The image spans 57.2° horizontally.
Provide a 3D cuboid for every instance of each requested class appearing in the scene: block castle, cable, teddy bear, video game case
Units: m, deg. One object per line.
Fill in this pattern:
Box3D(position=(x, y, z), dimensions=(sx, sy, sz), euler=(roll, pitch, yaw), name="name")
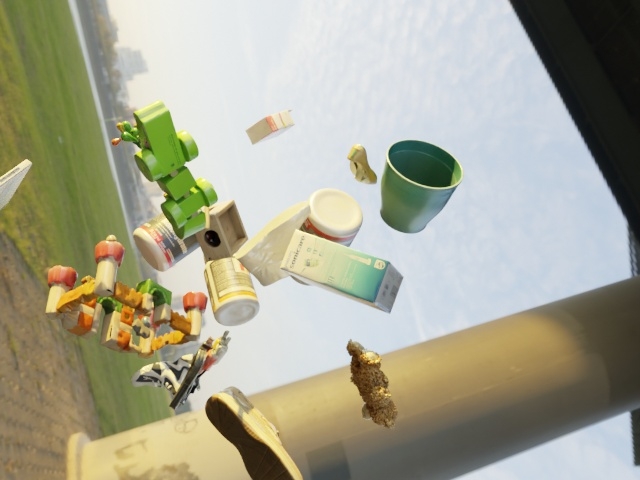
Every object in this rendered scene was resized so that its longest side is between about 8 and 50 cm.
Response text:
Box3D(position=(-0.611, 0.187, 1.885), dimensions=(0.453, 0.302, 0.213), euler=(40, 35, -46), name="block castle")
Box3D(position=(-0.335, 0.376, 1.605), dimensions=(0.287, 0.072, 0.139), euler=(-61, -178, 16), name="cable")
Box3D(position=(0.165, 0.500, 2.033), dimensions=(0.245, 0.113, 0.338), euler=(36, -35, 48), name="teddy bear")
Box3D(position=(-1.019, -0.135, 1.847), dimensions=(0.227, 0.026, 0.206), euler=(-42, -164, 30), name="video game case")

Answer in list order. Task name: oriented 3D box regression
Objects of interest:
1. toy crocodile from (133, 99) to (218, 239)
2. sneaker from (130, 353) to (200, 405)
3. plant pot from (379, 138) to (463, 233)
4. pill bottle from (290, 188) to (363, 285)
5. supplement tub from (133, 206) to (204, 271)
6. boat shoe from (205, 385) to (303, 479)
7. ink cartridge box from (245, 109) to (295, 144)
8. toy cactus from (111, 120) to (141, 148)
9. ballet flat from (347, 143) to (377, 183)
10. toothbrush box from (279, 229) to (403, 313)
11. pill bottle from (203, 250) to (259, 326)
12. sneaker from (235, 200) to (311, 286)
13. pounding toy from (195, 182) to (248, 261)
Box3D(position=(-0.309, -0.136, 1.226), dimensions=(0.105, 0.115, 0.341), euler=(32, -29, 35), name="toy crocodile")
Box3D(position=(-0.509, 0.488, 1.970), dimensions=(0.094, 0.234, 0.153), euler=(103, -29, -60), name="sneaker")
Box3D(position=(0.327, -0.171, 2.060), dimensions=(0.255, 0.271, 0.272), euler=(106, -33, -42), name="plant pot")
Box3D(position=(0.000, 0.000, 2.142), dimensions=(0.210, 0.210, 0.363), euler=(67, -31, 30), name="pill bottle")
Box3D(position=(-0.552, -0.026, 2.241), dimensions=(0.191, 0.272, 0.191), euler=(38, -29, 26), name="supplement tub")
Box3D(position=(-0.152, 0.519, 1.529), dimensions=(0.341, 0.110, 0.122), euler=(48, -63, 12), name="boat shoe")
Box3D(position=(-0.179, -0.435, 2.243), dimensions=(0.115, 0.198, 0.067), euler=(-25, -84, 37), name="ink cartridge box")
Box3D(position=(-0.561, -0.286, 1.871), dimensions=(0.218, 0.112, 0.181), euler=(33, -17, 22), name="toy cactus")
Box3D(position=(0.138, -0.246, 2.044), dimensions=(0.080, 0.073, 0.232), euler=(28, -16, 31), name="ballet flat")
Box3D(position=(0.066, 0.092, 1.681), dimensions=(0.126, 0.295, 0.216), euler=(-67, 158, -7), name="toothbrush box")
Box3D(position=(-0.319, 0.146, 2.054), dimensions=(0.162, 0.162, 0.279), euler=(98, -23, -50), name="pill bottle")
Box3D(position=(-0.115, 0.018, 1.908), dimensions=(0.169, 0.292, 0.108), euler=(51, -7, -21), name="sneaker")
Box3D(position=(-0.302, -0.052, 1.598), dimensions=(0.181, 0.094, 0.206), euler=(-55, 130, -61), name="pounding toy")
